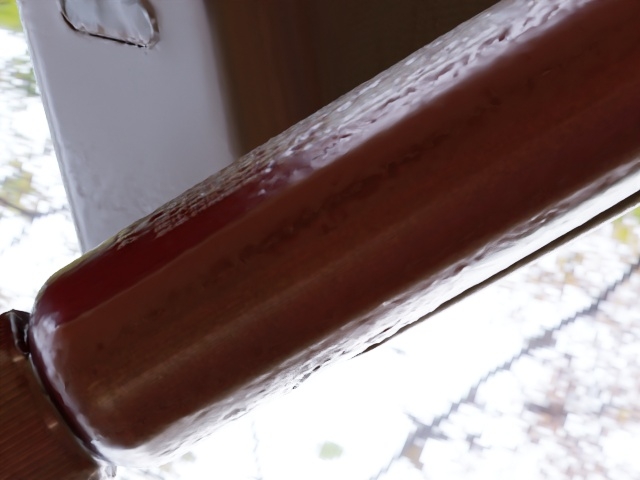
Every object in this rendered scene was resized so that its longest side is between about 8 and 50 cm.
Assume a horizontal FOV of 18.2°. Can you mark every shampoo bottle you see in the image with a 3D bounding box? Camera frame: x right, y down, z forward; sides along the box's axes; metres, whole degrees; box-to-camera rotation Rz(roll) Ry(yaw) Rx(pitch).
[{"bbox_3d":[0.001,0.000,0.654,0.314,0.118,0.076,-31,-83,4],"label":"shampoo bottle"}]

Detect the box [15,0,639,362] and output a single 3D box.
[{"bbox_3d":[0.025,-0.107,1.096,0.339,0.239,0.229,-26,-61,-35],"label":"box"}]
